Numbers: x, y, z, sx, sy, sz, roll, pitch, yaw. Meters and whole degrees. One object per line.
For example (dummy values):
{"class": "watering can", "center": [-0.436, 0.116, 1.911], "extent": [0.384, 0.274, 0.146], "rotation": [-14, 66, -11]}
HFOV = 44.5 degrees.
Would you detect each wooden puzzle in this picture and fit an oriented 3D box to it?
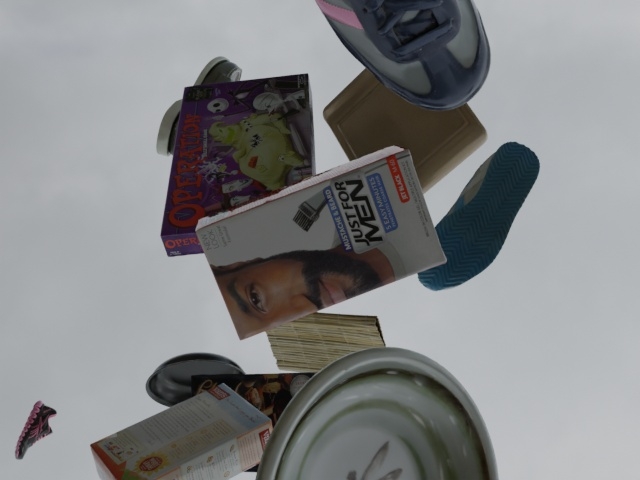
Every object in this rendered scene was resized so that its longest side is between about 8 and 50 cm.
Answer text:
{"class": "wooden puzzle", "center": [0.136, -0.191, 1.299], "extent": [0.221, 0.044, 0.238], "rotation": [-41, -114, 25]}

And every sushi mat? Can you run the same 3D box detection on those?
{"class": "sushi mat", "center": [0.006, 0.204, 1.518], "extent": [0.316, 0.151, 0.019], "rotation": [-1, -150, 42]}

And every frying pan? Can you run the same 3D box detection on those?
{"class": "frying pan", "center": [-0.168, 0.269, 1.496], "extent": [0.326, 0.197, 0.053], "rotation": [1, -129, -10]}

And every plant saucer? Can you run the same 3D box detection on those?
{"class": "plant saucer", "center": [0.063, 0.339, 1.003], "extent": [0.400, 0.400, 0.100], "rotation": [-42, -163, -33]}

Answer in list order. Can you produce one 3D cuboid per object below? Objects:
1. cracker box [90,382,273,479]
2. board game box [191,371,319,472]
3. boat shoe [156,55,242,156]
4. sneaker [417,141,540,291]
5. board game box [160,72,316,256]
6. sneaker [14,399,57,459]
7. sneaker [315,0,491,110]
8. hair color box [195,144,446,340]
{"class": "cracker box", "center": [-0.203, 0.311, 1.166], "extent": [0.232, 0.067, 0.156], "rotation": [-21, -157, -28]}
{"class": "board game box", "center": [-0.108, 0.309, 1.332], "extent": [0.243, 0.042, 0.165], "rotation": [-6, -99, 24]}
{"class": "boat shoe", "center": [-0.195, -0.235, 1.403], "extent": [0.091, 0.109, 0.305], "rotation": [18, -141, 4]}
{"class": "sneaker", "center": [0.206, -0.022, 1.035], "extent": [0.087, 0.092, 0.228], "rotation": [38, -104, 6]}
{"class": "board game box", "center": [-0.112, -0.123, 1.151], "extent": [0.208, 0.056, 0.347], "rotation": [-9, -135, 6]}
{"class": "sneaker", "center": [-0.558, 0.377, 1.537], "extent": [0.057, 0.047, 0.119], "rotation": [27, -120, -15]}
{"class": "sneaker", "center": [0.027, -0.212, 0.572], "extent": [0.112, 0.319, 0.131], "rotation": [-33, -157, 17]}
{"class": "hair color box", "center": [0.000, 0.000, 0.596], "extent": [0.167, 0.093, 0.053], "rotation": [-21, -168, -1]}
